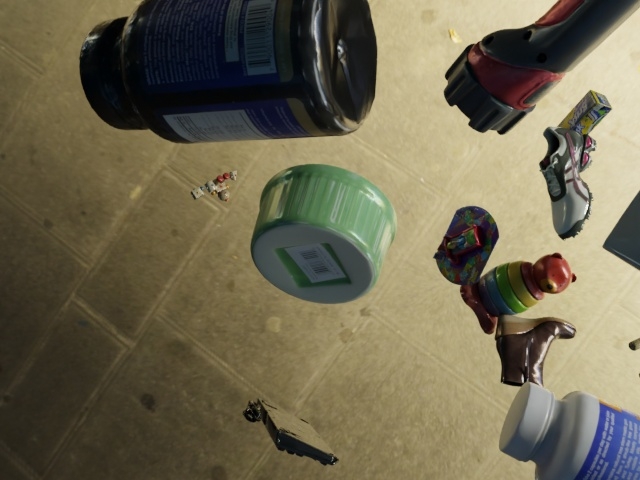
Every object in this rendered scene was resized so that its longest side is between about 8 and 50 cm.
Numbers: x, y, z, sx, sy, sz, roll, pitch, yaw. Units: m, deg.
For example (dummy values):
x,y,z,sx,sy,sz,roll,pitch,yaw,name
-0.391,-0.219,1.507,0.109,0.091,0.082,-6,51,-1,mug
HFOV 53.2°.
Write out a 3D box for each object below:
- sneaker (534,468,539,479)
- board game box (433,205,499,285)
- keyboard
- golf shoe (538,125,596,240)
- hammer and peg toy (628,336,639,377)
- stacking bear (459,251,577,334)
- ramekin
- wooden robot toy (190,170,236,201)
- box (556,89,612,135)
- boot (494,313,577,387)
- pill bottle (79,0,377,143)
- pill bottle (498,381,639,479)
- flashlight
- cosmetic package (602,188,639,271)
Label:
x,y,z,sx,sy,sz,roll,pitch,yaw,name
0.608,0.556,1.478,0.137,0.366,0.210,16,111,46,sneaker
0.291,0.008,1.318,0.133,0.033,0.168,40,112,50,board game box
-0.047,0.223,0.762,0.108,0.180,0.023,29,81,-9,keyboard
0.545,-0.132,1.452,0.120,0.105,0.272,20,66,-18,golf shoe
0.842,0.322,1.400,0.266,0.127,0.361,-12,49,-10,hammer and peg toy
0.578,0.129,1.834,0.289,0.164,0.175,-28,102,35,stacking bear
0.000,0.000,1.340,0.304,0.303,0.148,7,50,12,ramekin
-0.309,-0.155,1.970,0.076,0.173,0.079,-26,94,50,wooden robot toy
0.673,-0.305,1.662,0.054,0.169,0.059,15,46,-21,box
0.615,0.321,1.807,0.249,0.090,0.206,7,60,-6,boot
-0.076,-0.139,0.505,0.219,0.123,0.122,2,86,26,pill bottle
0.407,0.310,0.916,0.272,0.152,0.152,24,91,11,pill bottle
0.247,-0.232,0.620,0.103,0.304,0.103,28,48,-12,flashlight
0.434,0.078,0.503,0.284,0.377,0.097,40,106,45,cosmetic package
